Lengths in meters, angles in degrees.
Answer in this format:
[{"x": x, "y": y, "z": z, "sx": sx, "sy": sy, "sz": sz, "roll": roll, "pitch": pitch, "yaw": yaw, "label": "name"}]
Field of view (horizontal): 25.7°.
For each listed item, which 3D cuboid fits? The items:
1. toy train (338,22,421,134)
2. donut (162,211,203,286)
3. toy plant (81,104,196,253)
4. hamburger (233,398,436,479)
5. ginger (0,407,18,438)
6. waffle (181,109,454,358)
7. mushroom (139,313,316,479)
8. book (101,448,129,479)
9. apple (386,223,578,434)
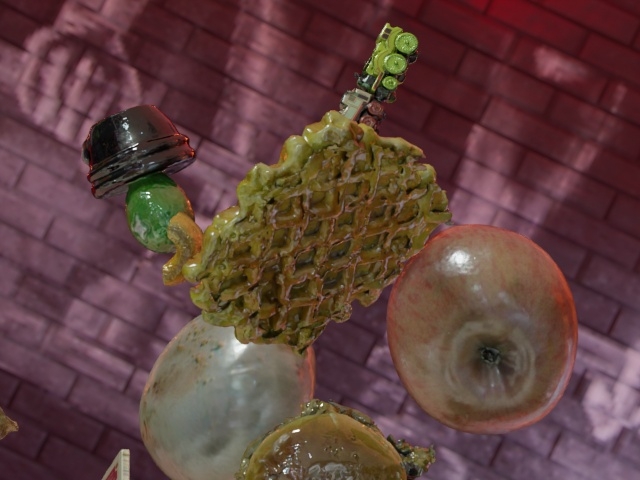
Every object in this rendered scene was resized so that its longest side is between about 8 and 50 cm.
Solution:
[{"x": 0.086, "y": -0.242, "z": 2.292, "sx": 0.085, "sy": 0.250, "sz": 0.053, "roll": 23, "pitch": -24, "yaw": 10, "label": "toy train"}, {"x": -0.180, "y": 0.015, "z": 1.745, "sx": 0.067, "sy": 0.083, "sz": 0.038, "roll": 44, "pitch": 5, "yaw": 0, "label": "donut"}, {"x": -0.270, "y": -0.089, "z": 2.200, "sx": 0.218, "sy": 0.175, "sz": 0.235, "roll": 157, "pitch": -89, "yaw": -84, "label": "toy plant"}, {"x": 0.014, "y": 0.212, "z": 1.185, "sx": 0.131, "sy": 0.184, "sz": 0.159, "roll": 121, "pitch": -53, "yaw": -78, "label": "hamburger"}, {"x": -0.599, "y": 0.222, "z": 1.979, "sx": 0.353, "sy": 0.190, "sz": 0.126, "roll": 10, "pitch": -13, "yaw": -3, "label": "ginger"}, {"x": -0.001, "y": -0.001, "z": 1.277, "sx": 0.254, "sy": 0.245, "sz": 0.052, "roll": 32, "pitch": 15, "yaw": -52, "label": "waffle"}, {"x": -0.083, "y": 0.199, "z": 1.645, "sx": 0.243, "sy": 0.244, "sz": 0.243, "roll": 26, "pitch": -3, "yaw": 1, "label": "mushroom"}, {"x": -0.330, "y": 0.466, "z": 2.196, "sx": 0.022, "sy": 0.232, "sz": 0.162, "roll": 13, "pitch": -42, "yaw": -22, "label": "book"}, {"x": 0.269, "y": 0.152, "z": 2.279, "sx": 0.344, "sy": 0.345, "sz": 0.269, "roll": 28, "pitch": 5, "yaw": -24, "label": "apple"}]
